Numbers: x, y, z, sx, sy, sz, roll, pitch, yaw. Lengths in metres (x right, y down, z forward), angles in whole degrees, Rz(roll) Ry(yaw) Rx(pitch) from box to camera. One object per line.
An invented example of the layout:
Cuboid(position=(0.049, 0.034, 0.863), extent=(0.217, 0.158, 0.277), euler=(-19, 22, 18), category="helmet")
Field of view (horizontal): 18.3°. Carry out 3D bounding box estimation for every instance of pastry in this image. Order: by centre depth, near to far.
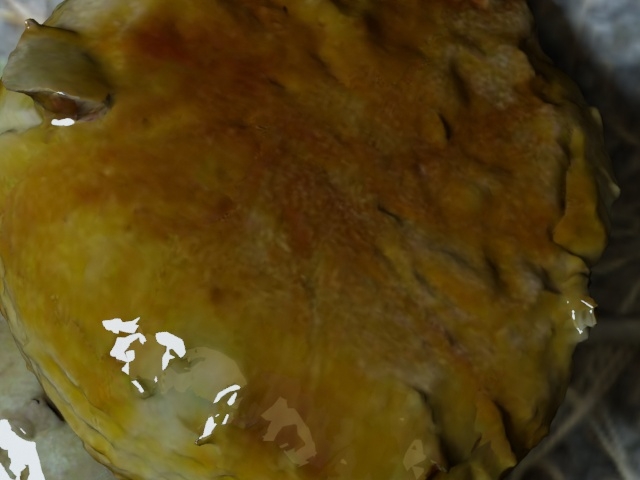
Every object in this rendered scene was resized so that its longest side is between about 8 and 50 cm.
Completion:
Cuboid(position=(0.000, 0.000, 0.645), extent=(0.218, 0.229, 0.100), euler=(-8, 152, -23), category="pastry")

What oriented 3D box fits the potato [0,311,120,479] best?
Cuboid(position=(-0.059, 0.102, 0.720), extent=(0.262, 0.165, 0.165), euler=(27, 115, -8), category="potato")
